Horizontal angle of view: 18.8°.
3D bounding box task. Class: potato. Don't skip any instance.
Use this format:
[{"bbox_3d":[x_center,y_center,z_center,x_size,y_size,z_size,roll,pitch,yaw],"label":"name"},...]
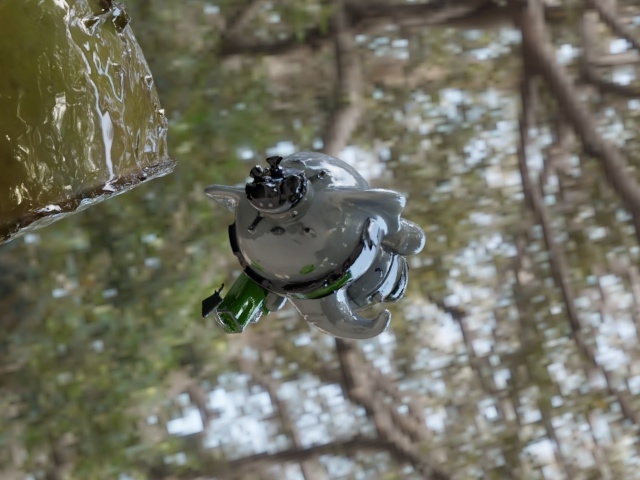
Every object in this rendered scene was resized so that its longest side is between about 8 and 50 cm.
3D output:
[{"bbox_3d":[-0.321,-0.113,1.283,0.442,0.385,0.319,-14,-80,49],"label":"potato"}]

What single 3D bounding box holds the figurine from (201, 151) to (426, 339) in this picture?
[{"bbox_3d":[0.000,0.000,1.314,0.147,0.192,0.126,-7,-116,22],"label":"figurine"}]
